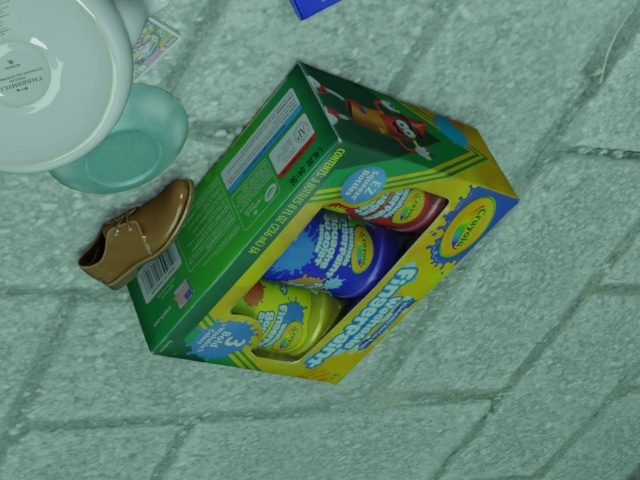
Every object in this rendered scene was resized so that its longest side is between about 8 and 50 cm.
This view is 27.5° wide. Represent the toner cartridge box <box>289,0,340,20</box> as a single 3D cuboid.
[{"bbox_3d":[0.095,-0.404,1.507,0.348,0.075,0.165,-27,145,2],"label":"toner cartridge box"}]

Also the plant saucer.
[{"bbox_3d":[-0.258,-0.118,1.686,0.195,0.037,0.195,-16,143,-12],"label":"plant saucer"}]

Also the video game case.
[{"bbox_3d":[-0.236,-0.242,1.564,0.087,0.011,0.122,-40,142,19],"label":"video game case"}]

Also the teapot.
[{"bbox_3d":[-0.327,-0.201,1.427,0.256,0.187,0.252,23,106,-16],"label":"teapot"}]

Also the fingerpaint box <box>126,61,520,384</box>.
[{"bbox_3d":[0.000,0.000,1.882,0.371,0.163,0.445,15,128,-42],"label":"fingerpaint box"}]

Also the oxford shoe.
[{"bbox_3d":[-0.253,-0.014,1.794,0.076,0.076,0.212,29,118,-37],"label":"oxford shoe"}]
